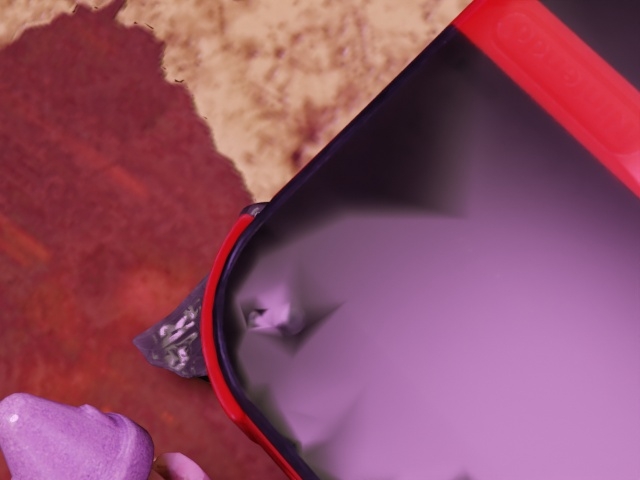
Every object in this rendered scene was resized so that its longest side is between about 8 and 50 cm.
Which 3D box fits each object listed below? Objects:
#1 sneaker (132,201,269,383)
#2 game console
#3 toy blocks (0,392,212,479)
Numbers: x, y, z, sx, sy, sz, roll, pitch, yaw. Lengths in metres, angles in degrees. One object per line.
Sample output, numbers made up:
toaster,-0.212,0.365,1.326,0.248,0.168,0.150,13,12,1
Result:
sneaker,0.001,0.000,0.666,0.089,0.051,0.170,34,93,25
game console,0.176,0.046,0.547,0.342,0.060,0.386,-43,70,0
toy blocks,-0.110,0.209,0.455,0.288,0.260,0.309,-41,31,-1
